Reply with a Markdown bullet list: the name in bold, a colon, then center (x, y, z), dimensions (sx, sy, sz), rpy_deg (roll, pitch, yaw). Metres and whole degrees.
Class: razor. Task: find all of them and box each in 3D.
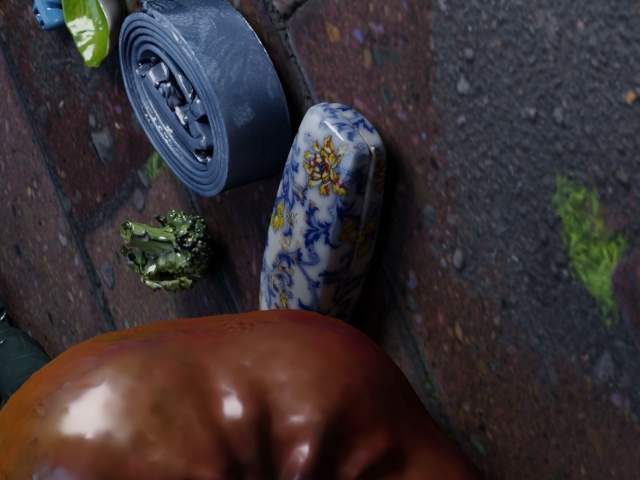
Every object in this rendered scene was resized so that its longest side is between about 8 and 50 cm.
- **razor**: center (-0.299, -0.330, 1.960), dimensions (0.082, 0.042, 0.253), rpy_deg (-14, -94, -80)

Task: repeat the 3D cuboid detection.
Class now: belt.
- **belt**: center (-0.100, -0.130, 1.708), dimensions (0.190, 0.082, 0.141), rpy_deg (54, 145, 27)

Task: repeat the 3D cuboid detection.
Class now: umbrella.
- **umbrella**: center (-0.312, 0.179, 2.160), dimensions (0.349, 0.094, 0.143), rpy_deg (40, 139, 38)

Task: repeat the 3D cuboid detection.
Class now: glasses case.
- **glasses case**: center (0.000, 0.000, 1.629), dimensions (0.087, 0.065, 0.248), rpy_deg (44, 137, 33)

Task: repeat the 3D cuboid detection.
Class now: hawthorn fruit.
- **hawthorn fruit**: center (-0.088, 0.281, 1.564), dimensions (0.472, 0.472, 0.471), rpy_deg (29, 127, 48)

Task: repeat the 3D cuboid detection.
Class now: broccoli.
- **broccoli**: center (-0.143, 0.008, 1.831), dimensions (0.095, 0.092, 0.097), rpy_deg (-63, 33, 21)

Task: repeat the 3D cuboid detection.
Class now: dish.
- **dish**: center (-0.215, -0.234, 1.879), dimensions (0.137, 0.039, 0.091), rpy_deg (67, 152, 12)
